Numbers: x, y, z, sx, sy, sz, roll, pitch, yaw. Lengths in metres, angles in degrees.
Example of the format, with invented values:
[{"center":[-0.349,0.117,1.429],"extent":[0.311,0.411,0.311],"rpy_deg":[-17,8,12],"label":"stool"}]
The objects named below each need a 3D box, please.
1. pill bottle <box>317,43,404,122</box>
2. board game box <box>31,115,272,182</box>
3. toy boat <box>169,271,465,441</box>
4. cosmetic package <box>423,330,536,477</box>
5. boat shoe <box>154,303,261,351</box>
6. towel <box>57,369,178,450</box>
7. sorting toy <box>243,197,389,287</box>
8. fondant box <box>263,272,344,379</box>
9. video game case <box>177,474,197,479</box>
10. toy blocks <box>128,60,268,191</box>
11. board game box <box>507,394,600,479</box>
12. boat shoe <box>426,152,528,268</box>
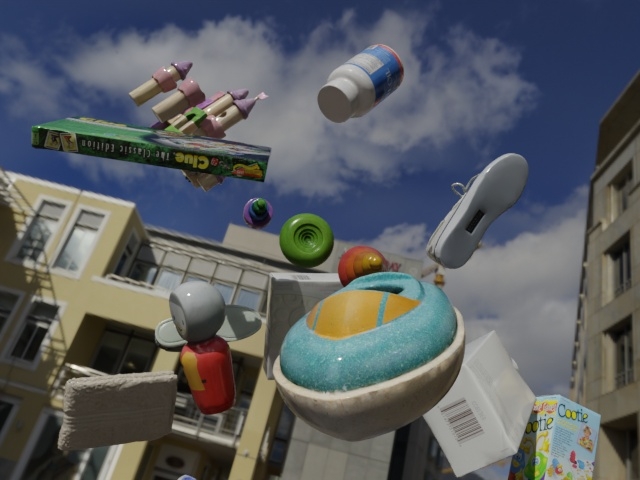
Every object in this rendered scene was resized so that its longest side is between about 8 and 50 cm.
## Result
[{"center":[0.091,-0.360,1.301],"extent":[0.124,0.221,0.124],"rpy_deg":[25,-41,24],"label":"pill bottle"},{"center":[-0.192,-0.114,0.686],"extent":[0.259,0.136,0.030],"rpy_deg":[8,-71,-5],"label":"board game box"},{"center":[-0.012,0.101,0.590],"extent":[0.318,0.148,0.267],"rpy_deg":[-8,8,16],"label":"toy boat"},{"center":[0.380,0.373,1.349],"extent":[0.156,0.217,0.385],"rpy_deg":[-34,-14,23],"label":"cosmetic package"},{"center":[-0.324,0.256,1.617],"extent":[0.302,0.114,0.091],"rpy_deg":[-1,-25,-18],"label":"boat shoe"},{"center":[-0.509,0.428,1.428],"extent":[0.282,0.187,0.049],"rpy_deg":[5,11,-32],"label":"towel"},{"center":[0.000,0.000,1.226],"extent":[0.365,0.127,0.126],"rpy_deg":[28,-16,-3],"label":"sorting toy"},{"center":[-0.052,0.273,1.795],"extent":[0.238,0.330,0.096],"rpy_deg":[1,13,-16],"label":"fondant box"},{"center":[0.025,0.291,0.357],"extent":[0.269,0.061,0.244],"rpy_deg":[11,-45,44],"label":"video game case"},{"center":[-0.294,-0.322,1.492],"extent":[0.288,0.260,0.309],"rpy_deg":[35,-22,51],"label":"toy blocks"},{"center":[0.602,0.561,1.454],"extent":[0.144,0.275,0.142],"rpy_deg":[27,-24,-11],"label":"board game box"},{"center":[0.415,-0.087,1.545],"extent":[0.136,0.367,0.156],"rpy_deg":[36,-3,-21],"label":"boat shoe"}]
